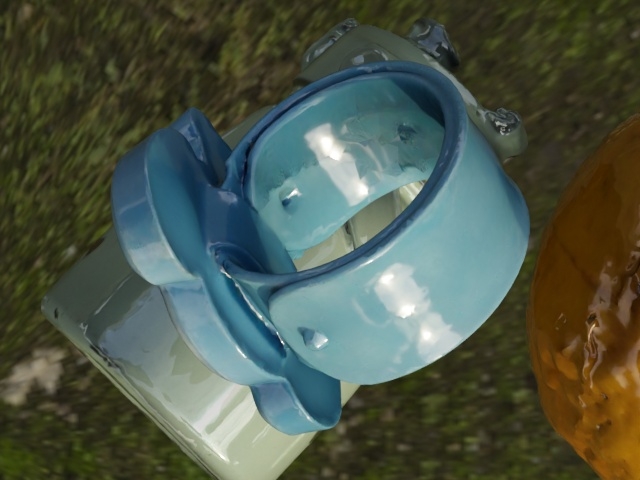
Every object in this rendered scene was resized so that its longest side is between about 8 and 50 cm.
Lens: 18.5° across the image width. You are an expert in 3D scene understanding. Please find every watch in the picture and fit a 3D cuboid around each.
[{"bbox_3d":[0.010,-0.014,1.090,0.193,0.211,0.211,-23,90,18],"label":"watch"}]

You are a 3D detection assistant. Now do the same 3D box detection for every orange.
[{"bbox_3d":[0.313,0.040,1.386,0.340,0.293,0.341,1,121,2],"label":"orange"}]

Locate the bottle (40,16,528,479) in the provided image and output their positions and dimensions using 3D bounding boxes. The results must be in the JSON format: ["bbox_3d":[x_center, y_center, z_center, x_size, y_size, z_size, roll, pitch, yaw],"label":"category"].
[{"bbox_3d":[0.000,0.000,1.393,0.351,0.229,0.229,-45,94,-9],"label":"bottle"}]
